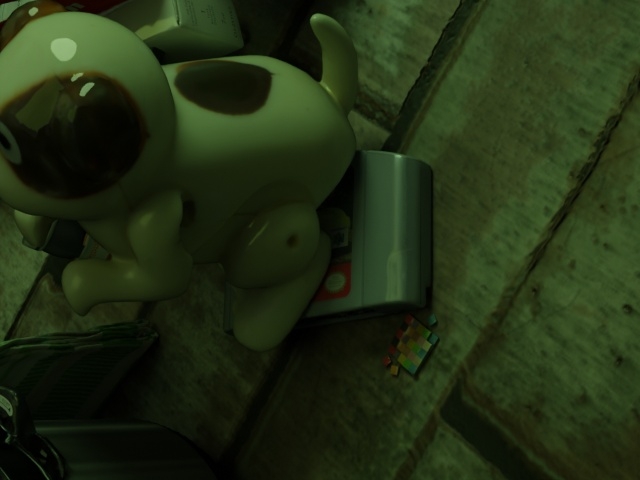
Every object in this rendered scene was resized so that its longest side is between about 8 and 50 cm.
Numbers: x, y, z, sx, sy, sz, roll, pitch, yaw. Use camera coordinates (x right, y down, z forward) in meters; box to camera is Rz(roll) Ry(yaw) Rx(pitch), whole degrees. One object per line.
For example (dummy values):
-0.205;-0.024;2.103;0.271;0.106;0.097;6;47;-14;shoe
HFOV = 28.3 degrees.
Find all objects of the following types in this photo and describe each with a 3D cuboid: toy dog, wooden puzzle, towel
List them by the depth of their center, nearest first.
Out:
-0.165;-0.090;1.332;0.395;0.408;0.284;-44;52;25;toy dog
0.099;0.113;1.376;0.049;0.006;0.083;41;106;42;wooden puzzle
-0.362;0.203;1.568;0.038;0.325;0.248;47;112;19;towel

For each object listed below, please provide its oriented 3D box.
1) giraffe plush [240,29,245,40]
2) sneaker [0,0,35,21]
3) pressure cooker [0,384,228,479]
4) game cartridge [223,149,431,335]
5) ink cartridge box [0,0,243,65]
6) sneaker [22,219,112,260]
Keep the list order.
-0.219;-0.235;1.678;0.170;0.181;0.210;2;72;52;giraffe plush
-0.406;-0.295;1.875;0.210;0.137;0.365;-19;62;41;sneaker
-0.323;0.370;1.381;0.375;0.420;0.369;-44;63;23;pressure cooker
0.000;0.000;1.472;0.294;0.060;0.196;-13;66;40;game cartridge
-0.279;-0.218;1.434;0.296;0.261;0.066;-19;79;26;ink cartridge box
-0.319;-0.082;1.755;0.126;0.128;0.321;-56;20;36;sneaker
